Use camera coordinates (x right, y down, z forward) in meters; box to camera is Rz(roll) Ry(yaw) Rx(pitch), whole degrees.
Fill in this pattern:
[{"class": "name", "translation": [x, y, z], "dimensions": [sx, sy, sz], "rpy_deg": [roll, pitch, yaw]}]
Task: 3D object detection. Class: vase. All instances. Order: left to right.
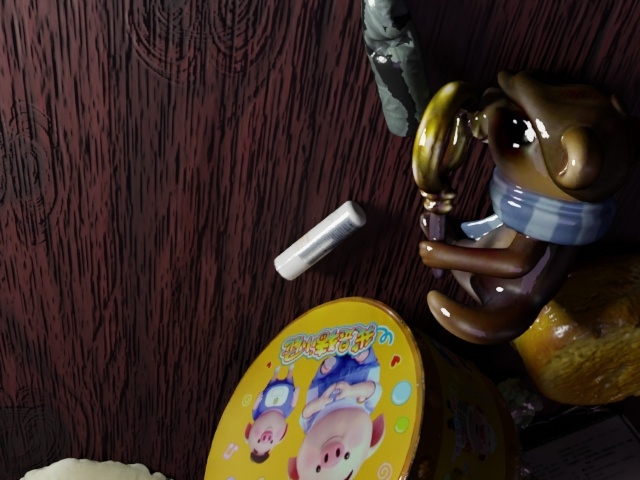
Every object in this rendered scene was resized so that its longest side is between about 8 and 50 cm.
[{"class": "vase", "translation": [0.078, -0.211, 0.823], "dimensions": [0.060, 0.060, 0.211], "rpy_deg": [-16, 131, 8]}]

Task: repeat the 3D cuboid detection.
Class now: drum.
[{"class": "drum", "translation": [0.044, 0.304, 1.047], "dimensions": [0.214, 0.431, 0.431], "rpy_deg": [34, 120, -31]}]

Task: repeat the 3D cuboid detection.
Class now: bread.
[{"class": "bread", "translation": [0.406, 0.137, 1.117], "dimensions": [0.269, 0.145, 0.268], "rpy_deg": [-2, 135, -2]}]

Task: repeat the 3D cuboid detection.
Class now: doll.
[{"class": "doll", "translation": [0.237, -0.045, 0.921], "dimensions": [0.318, 0.209, 0.339], "rpy_deg": [-21, 142, -33]}]

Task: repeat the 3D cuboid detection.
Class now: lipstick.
[{"class": "lipstick", "translation": [0.000, 0.000, 1.016], "dimensions": [0.141, 0.040, 0.040], "rpy_deg": [-38, 125, 24]}]

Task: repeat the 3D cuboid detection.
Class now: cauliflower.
[{"class": "cauliflower", "translation": [0.266, 0.298, 1.213], "dimensions": [0.256, 0.315, 0.238], "rpy_deg": [6, 116, 44]}]

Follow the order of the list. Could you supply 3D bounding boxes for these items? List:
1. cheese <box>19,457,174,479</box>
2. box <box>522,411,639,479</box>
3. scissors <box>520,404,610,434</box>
[{"class": "cheese", "translation": [-0.394, 0.536, 1.371], "dimensions": [0.332, 0.153, 0.292], "rpy_deg": [13, 129, -19]}, {"class": "box", "translation": [0.424, 0.451, 1.344], "dimensions": [0.333, 0.145, 0.173], "rpy_deg": [-18, 140, -11]}, {"class": "scissors", "translation": [0.411, 0.326, 1.370], "dimensions": [0.220, 0.017, 0.088], "rpy_deg": [-20, 133, 12]}]
